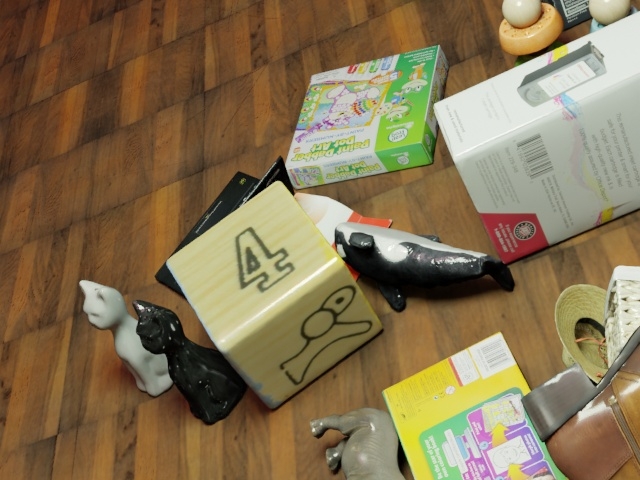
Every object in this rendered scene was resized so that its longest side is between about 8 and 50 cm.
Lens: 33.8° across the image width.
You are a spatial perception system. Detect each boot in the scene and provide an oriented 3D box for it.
[{"bbox_3d":[0.374,0.210,1.020,0.264,0.096,0.280,-32,72,1],"label":"boot"}]

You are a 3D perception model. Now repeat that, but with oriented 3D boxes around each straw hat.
[{"bbox_3d":[0.320,0.129,1.253,0.061,0.144,0.145,-52,18,48],"label":"straw hat"}]

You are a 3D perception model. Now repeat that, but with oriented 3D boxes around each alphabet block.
[{"bbox_3d":[-0.062,0.076,1.447,0.197,0.192,0.193,-35,51,-4],"label":"alphabet block"}]

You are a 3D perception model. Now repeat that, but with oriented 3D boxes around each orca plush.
[{"bbox_3d":[0.132,0.047,1.476,0.287,0.102,0.151,11,10,28],"label":"orca plush"}]

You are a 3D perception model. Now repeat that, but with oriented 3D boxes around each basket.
[{"bbox_3d":[0.402,0.104,1.161,0.167,0.113,0.103,4,54,10],"label":"basket"}]

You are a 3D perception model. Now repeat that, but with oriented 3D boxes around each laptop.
[{"bbox_3d":[-0.165,-0.029,1.643,0.234,0.136,0.264,-52,38,-11],"label":"laptop"}]

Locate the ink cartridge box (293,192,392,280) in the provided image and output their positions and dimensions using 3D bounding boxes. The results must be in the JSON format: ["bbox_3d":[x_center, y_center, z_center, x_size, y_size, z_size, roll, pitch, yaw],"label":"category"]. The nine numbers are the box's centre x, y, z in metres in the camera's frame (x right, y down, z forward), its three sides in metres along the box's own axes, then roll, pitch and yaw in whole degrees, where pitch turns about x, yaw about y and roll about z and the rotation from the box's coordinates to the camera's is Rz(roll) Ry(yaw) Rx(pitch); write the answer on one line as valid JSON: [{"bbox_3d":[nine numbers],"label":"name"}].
[{"bbox_3d":[0.000,0.000,1.615,0.179,0.045,0.145,8,55,41],"label":"ink cartridge box"}]

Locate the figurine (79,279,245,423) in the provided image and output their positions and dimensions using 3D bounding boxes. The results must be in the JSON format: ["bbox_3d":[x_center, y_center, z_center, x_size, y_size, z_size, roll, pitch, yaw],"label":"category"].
[{"bbox_3d":[-0.236,0.143,1.492,0.214,0.209,0.092,15,58,42],"label":"figurine"}]

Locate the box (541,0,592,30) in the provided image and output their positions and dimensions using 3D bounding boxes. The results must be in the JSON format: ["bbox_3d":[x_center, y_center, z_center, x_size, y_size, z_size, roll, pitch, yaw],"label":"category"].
[{"bbox_3d":[0.456,-0.553,1.685,0.296,0.294,0.183,-24,40,9],"label":"box"}]

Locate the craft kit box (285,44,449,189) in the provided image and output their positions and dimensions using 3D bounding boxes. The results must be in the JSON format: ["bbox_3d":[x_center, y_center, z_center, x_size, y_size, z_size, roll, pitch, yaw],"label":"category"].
[{"bbox_3d":[0.079,-0.207,1.768,0.249,0.061,0.247,-10,47,25],"label":"craft kit box"}]

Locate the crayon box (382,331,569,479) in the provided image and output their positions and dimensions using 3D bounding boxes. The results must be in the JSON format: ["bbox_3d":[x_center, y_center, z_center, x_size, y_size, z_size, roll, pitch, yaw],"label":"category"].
[{"bbox_3d":[0.191,0.253,1.201,0.165,0.081,0.278,-27,40,7],"label":"crayon box"}]

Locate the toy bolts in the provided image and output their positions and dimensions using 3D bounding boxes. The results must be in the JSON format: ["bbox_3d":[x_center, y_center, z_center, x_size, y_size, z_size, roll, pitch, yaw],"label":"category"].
[{"bbox_3d":[0.372,-0.286,1.572,0.228,0.158,0.218,-8,45,27],"label":"toy bolts"}]

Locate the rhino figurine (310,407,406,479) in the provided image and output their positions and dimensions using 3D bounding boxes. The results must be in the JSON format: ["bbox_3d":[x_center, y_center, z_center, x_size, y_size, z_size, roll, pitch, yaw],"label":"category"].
[{"bbox_3d":[0.055,0.300,1.250,0.106,0.073,0.243,-24,42,14],"label":"rhino figurine"}]

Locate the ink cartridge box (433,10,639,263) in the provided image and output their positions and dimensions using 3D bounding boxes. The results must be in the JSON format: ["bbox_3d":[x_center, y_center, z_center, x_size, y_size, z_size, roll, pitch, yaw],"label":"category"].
[{"bbox_3d":[0.333,-0.131,1.389,0.306,0.226,0.131,-24,42,8],"label":"ink cartridge box"}]
